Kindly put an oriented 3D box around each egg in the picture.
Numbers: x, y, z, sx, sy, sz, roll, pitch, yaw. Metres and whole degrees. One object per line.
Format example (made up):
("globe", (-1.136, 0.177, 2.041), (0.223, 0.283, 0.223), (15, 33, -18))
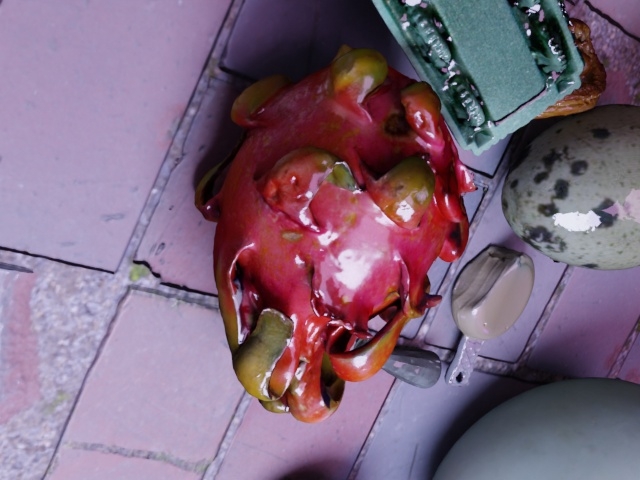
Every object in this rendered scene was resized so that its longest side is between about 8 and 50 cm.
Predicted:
("egg", (0.296, -0.053, 1.211), (0.228, 0.177, 0.177), (-11, 121, -19))
("egg", (0.287, 0.307, 1.328), (0.388, 0.276, 0.276), (-22, 125, -31))

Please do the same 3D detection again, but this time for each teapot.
("teapot", (0.080, 0.130, 1.233), (0.110, 0.043, 0.043), (19, 100, -39))

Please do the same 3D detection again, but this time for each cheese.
("cheese", (0.179, 0.084, 1.278), (0.092, 0.047, 0.171), (35, 90, -43))

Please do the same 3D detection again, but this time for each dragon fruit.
("dragon fruit", (0.017, -0.005, 0.967), (0.243, 0.227, 0.307), (-15, 92, 11))

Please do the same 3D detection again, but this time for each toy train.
("toy train", (0.100, -0.228, 0.955), (0.138, 0.178, 0.330), (-35, 137, 4))

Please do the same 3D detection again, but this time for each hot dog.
("hot dog", (0.240, -0.174, 1.171), (0.147, 0.065, 0.099), (-11, 87, -32))

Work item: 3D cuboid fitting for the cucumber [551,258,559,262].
("cucumber", (0.320, -0.020, 1.343), (0.134, 0.033, 0.034), (-31, 132, -21))
